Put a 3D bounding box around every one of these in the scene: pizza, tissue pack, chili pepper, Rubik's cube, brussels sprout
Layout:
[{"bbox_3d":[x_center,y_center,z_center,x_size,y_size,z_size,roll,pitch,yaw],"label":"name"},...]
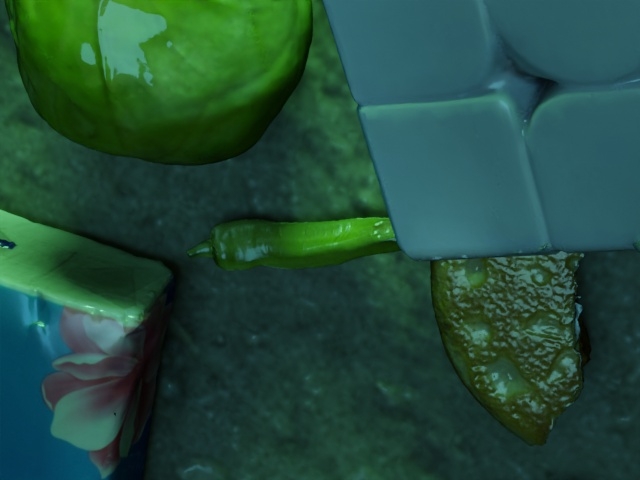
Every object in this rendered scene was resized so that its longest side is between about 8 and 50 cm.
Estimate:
[{"bbox_3d":[0.139,0.030,1.038,0.127,0.058,0.246,-12,104,25],"label":"pizza"},{"bbox_3d":[-0.242,0.130,1.171,0.209,0.137,0.269,20,116,14],"label":"tissue pack"},{"bbox_3d":[0.000,0.000,1.081,0.208,0.043,0.049,-5,141,26],"label":"chili pepper"},{"bbox_3d":[0.183,-0.182,0.768,0.291,0.291,0.290,-2,118,33],"label":"Rubik's cube"},{"bbox_3d":[-0.110,-0.153,0.999,0.223,0.161,0.223,8,120,14],"label":"brussels sprout"}]
